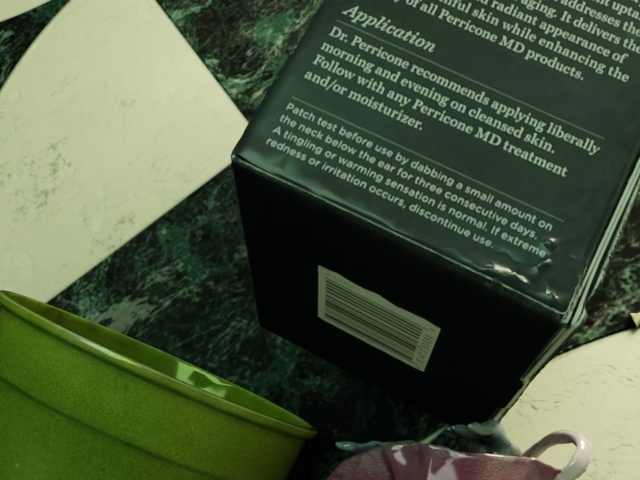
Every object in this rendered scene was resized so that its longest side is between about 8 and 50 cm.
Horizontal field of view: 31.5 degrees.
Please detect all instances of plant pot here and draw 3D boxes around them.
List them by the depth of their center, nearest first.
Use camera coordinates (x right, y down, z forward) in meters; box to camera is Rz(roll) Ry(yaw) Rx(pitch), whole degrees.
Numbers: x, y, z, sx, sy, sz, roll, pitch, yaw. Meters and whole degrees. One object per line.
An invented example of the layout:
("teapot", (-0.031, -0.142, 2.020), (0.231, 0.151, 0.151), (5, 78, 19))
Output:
("plant pot", (-0.239, 0.286, 1.189), (0.366, 0.366, 0.353), (20, 83, 31))

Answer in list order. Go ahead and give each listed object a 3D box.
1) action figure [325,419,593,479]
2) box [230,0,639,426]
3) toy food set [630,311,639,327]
("action figure", (0.113, 0.374, 1.100), (0.275, 0.248, 0.370), (4, 70, -22))
("box", (0.159, -0.116, 1.094), (0.297, 0.480, 0.472), (27, 72, 9))
("toy food set", (0.399, 0.074, 1.203), (0.122, 0.019, 0.078), (-32, 54, 4))
